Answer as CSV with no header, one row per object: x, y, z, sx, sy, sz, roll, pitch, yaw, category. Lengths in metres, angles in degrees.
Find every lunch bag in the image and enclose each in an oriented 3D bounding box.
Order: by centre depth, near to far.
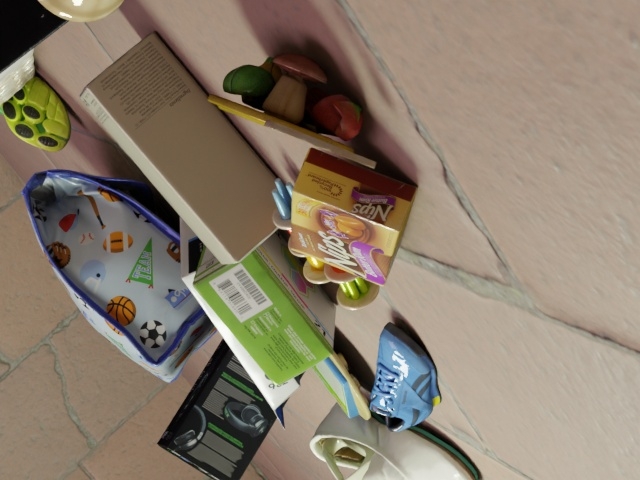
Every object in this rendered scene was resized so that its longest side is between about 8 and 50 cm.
-0.351,0.042,2.299,0.385,0.239,0.328,39,167,6,lunch bag

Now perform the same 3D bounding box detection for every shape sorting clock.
0.016,0.184,1.963,0.206,0.040,0.206,53,167,19,shape sorting clock

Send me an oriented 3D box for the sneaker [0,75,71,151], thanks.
-0.546,-0.263,2.373,0.295,0.109,0.123,39,-173,26,sneaker

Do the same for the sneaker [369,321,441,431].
0.098,0.181,1.630,0.069,0.082,0.209,42,164,31,sneaker

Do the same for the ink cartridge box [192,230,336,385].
-0.066,0.045,1.760,0.189,0.097,0.255,53,-161,-20,ink cartridge box

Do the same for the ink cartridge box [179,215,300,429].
-0.104,0.111,1.906,0.165,0.065,0.333,-101,-15,-53,ink cartridge box

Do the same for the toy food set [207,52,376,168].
-0.020,-0.130,1.179,0.128,0.071,0.218,19,-176,-25,toy food set

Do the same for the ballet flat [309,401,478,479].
0.099,0.344,1.971,0.139,0.139,0.400,53,165,-21,ballet flat

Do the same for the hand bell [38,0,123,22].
-0.172,-0.278,1.203,0.242,0.126,0.126,4,135,53,hand bell

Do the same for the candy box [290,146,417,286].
0.028,-0.020,1.272,0.109,0.053,0.187,22,162,4,candy box

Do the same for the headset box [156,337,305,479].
-0.139,0.257,2.169,0.131,0.283,0.246,33,168,-5,headset box

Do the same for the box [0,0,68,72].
-0.468,-0.261,1.585,0.179,0.343,0.312,53,167,-16,box

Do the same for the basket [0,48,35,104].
-0.689,-0.324,2.143,0.328,0.331,0.266,49,172,-4,basket

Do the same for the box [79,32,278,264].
-0.158,-0.107,1.555,0.275,0.113,0.094,51,165,-9,box

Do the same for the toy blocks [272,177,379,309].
0.000,0.000,1.484,0.123,0.054,0.148,35,161,44,toy blocks
